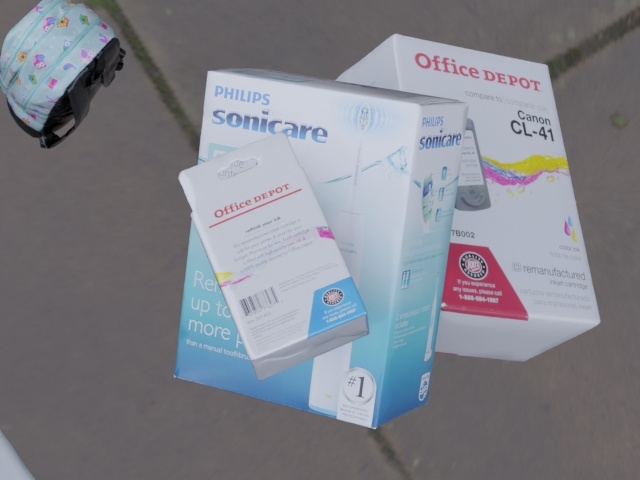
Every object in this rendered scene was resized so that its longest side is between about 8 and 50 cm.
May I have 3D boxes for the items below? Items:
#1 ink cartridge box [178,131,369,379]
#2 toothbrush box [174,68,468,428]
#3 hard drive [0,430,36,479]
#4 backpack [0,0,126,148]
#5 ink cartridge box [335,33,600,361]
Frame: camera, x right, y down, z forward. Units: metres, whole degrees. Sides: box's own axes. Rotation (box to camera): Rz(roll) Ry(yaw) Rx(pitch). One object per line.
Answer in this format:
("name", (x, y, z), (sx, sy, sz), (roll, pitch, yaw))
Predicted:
("ink cartridge box", (-0.040, 0.011, 1.347), (0.104, 0.061, 0.181), (-22, 69, -4))
("toothbrush box", (0.000, 0.000, 1.477), (0.216, 0.126, 0.295), (13, 100, 24))
("hard drive", (-0.197, 0.256, 0.913), (0.047, 0.233, 0.353), (-25, 105, 33))
("backpack", (-0.291, -0.195, 1.770), (0.115, 0.182, 0.152), (35, 75, -6))
("ink cartridge box", (0.148, -0.041, 1.668), (0.131, 0.226, 0.306), (-32, 59, 49))
